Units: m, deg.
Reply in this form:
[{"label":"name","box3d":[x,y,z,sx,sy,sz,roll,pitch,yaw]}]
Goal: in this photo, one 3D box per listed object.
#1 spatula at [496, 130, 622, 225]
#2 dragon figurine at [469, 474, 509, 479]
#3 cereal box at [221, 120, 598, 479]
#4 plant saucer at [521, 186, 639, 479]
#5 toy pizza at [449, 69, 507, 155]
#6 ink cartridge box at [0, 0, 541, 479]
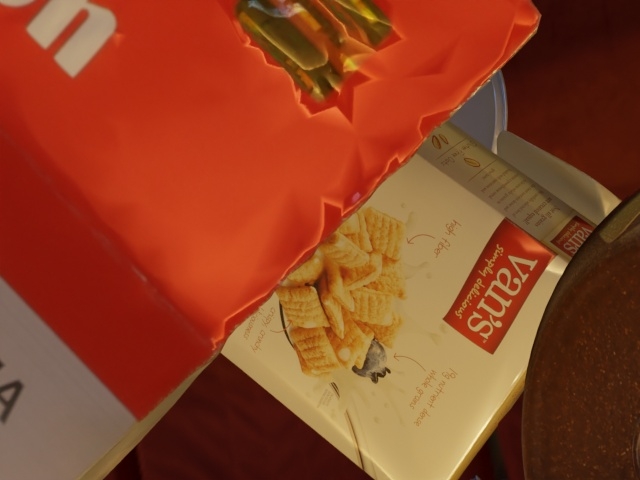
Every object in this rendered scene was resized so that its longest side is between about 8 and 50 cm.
[{"label":"spatula","box3d":[0.163,0.057,0.560,0.019,0.242,0.168,-25,127,-20]},{"label":"dragon figurine","box3d":[0.039,0.255,0.928,0.289,0.085,0.144,-15,-178,-17]},{"label":"cereal box","box3d":[0.000,0.000,0.601,0.240,0.047,0.173,37,128,16]},{"label":"plant saucer","box3d":[0.125,0.068,0.393,0.036,0.198,0.198,2,150,-34]},{"label":"toy pizza","box3d":[0.098,-0.091,1.091,0.032,0.201,0.201,8,148,-36]},{"label":"ink cartridge box","box3d":[-0.182,-0.029,0.343,0.308,0.091,0.385,46,104,3]}]
